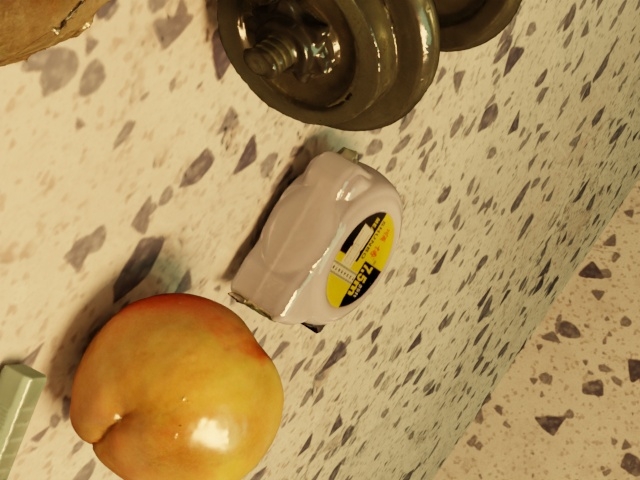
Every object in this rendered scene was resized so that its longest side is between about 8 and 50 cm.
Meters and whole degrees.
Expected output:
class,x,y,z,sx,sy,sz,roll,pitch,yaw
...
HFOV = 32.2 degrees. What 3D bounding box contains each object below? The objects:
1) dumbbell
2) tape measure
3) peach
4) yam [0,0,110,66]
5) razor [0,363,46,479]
class,x,y,z,sx,sy,sz,roll,pitch,yaw
dumbbell,0.045,-0.202,0.850,0.290,0.192,0.192,-42,154,-35
tape measure,0.000,0.003,1.164,0.196,0.105,0.178,-58,152,-5
peach,-0.123,0.132,0.950,0.184,0.184,0.184,-47,156,-28
yam,-0.201,-0.126,0.497,0.238,0.129,0.128,-33,113,-49
razor,-0.285,0.227,0.878,0.278,0.056,0.111,-61,158,8
